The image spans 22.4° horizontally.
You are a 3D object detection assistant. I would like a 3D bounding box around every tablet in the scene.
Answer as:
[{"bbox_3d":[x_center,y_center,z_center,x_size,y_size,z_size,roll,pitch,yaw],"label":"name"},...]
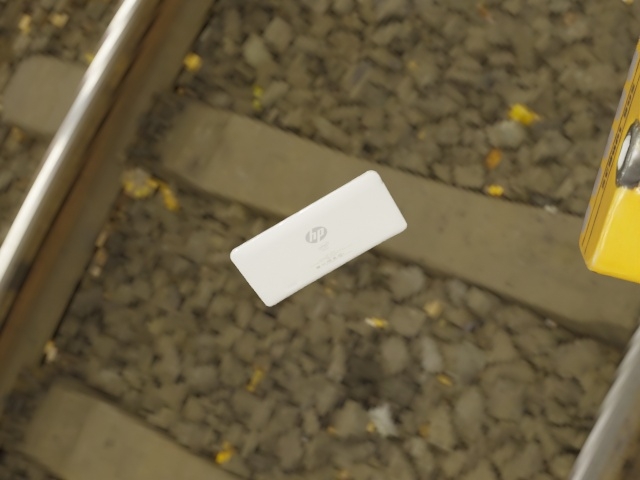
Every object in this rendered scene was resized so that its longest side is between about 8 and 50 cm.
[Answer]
[{"bbox_3d":[0.000,0.000,0.808,0.083,0.054,0.006,-31,52,2],"label":"tablet"}]

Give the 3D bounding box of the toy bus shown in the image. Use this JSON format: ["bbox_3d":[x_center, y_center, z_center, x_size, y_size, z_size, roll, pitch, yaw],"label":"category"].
[{"bbox_3d":[0.301,-0.125,1.259,0.130,0.108,0.333,-76,0,-73],"label":"toy bus"}]
